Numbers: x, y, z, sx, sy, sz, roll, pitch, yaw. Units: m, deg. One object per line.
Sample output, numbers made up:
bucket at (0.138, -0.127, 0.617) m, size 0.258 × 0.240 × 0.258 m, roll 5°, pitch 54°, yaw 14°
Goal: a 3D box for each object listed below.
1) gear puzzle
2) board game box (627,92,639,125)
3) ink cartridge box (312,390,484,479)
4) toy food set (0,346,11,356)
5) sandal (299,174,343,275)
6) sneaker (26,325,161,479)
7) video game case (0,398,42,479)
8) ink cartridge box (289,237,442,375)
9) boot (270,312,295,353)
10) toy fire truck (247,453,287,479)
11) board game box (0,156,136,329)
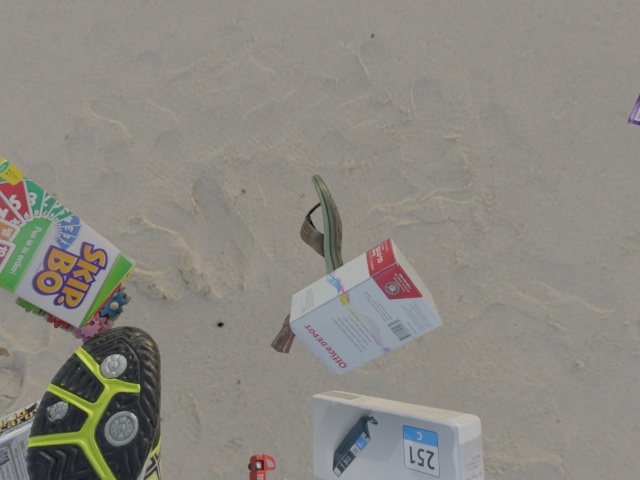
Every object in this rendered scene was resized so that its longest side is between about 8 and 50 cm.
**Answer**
gear puzzle at (-0.676, 0.122, 1.148) m, size 0.339 × 0.044 × 0.175 m, roll 31°, pitch 74°, yaw -5°
board game box at (0.526, -0.161, 0.472) m, size 0.144 × 0.141 × 0.275 m, roll -18°, pitch 38°, yaw -35°
ink cartridge box at (0.109, 0.388, 0.697) m, size 0.066 × 0.296 × 0.260 m, roll 4°, pitch 80°, yaw -42°
toy food set at (-0.943, 0.311, 1.255) m, size 0.078 × 0.122 × 0.019 m, roll -34°, pitch 60°, yaw -22°
sandal at (0.000, 0.001, 0.941) m, size 0.087 × 0.120 × 0.302 m, roll -8°, pitch 74°, yaw 10°
sneaker at (-0.272, 0.304, 0.564) m, size 0.145 × 0.147 × 0.384 m, roll 2°, pitch 68°, yaw -8°
video game case at (-0.468, 0.395, 0.672) m, size 0.061 × 0.269 × 0.244 m, roll 16°, pitch 25°, yaw 34°
ink cartridge box at (0.061, 0.098, 0.639) m, size 0.175 × 0.072 × 0.127 m, roll -31°, pitch 116°, yaw 17°
boot at (-0.070, 0.271, 1.237) m, size 0.107 × 0.037 × 0.114 m, roll 19°, pitch 59°, yaw 15°
toy fire truck at (-0.123, 0.671, 1.181) m, size 0.135 × 0.047 × 0.191 m, roll 16°, pitch 55°, yaw -32°
board game box at (-0.362, 0.021, 0.597) m, size 0.039 × 0.259 × 0.124 m, roll 23°, pitch 68°, yaw 30°
